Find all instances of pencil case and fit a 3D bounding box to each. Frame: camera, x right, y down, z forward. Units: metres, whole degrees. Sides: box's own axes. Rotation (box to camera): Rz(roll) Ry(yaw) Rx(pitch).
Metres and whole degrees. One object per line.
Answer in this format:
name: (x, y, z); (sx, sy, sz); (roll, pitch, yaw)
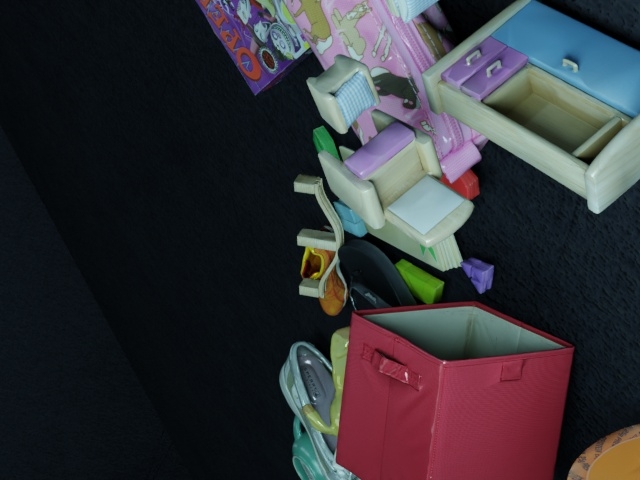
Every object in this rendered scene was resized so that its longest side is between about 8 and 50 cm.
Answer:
pencil case: (0.043, -0.234, 1.112); (0.160, 0.167, 0.386); (-26, 96, 34)

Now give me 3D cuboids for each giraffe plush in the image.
giraffe plush: (0.093, 0.228, 1.593); (0.181, 0.210, 0.170); (31, -179, 24)

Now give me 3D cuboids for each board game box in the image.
board game box: (-0.120, -0.360, 1.352); (0.346, 0.056, 0.208); (58, 159, -3)

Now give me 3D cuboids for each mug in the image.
mug: (0.002, 0.383, 2.011); (0.158, 0.097, 0.129); (44, 153, 30)

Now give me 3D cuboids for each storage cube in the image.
storage cube: (0.150, 0.190, 1.278); (0.184, 0.215, 0.193); (25, 112, 55)

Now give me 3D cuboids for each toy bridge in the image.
toy bridge: (0.000, 0.000, 1.546); (0.063, 0.026, 0.188); (8, 122, 18)

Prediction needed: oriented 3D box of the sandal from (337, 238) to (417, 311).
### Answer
sandal: (0.093, 0.102, 1.467); (0.254, 0.054, 0.097); (56, 159, 22)

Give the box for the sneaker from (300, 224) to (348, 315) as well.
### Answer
sneaker: (-0.001, 0.050, 1.654); (0.064, 0.067, 0.175); (38, 151, 38)

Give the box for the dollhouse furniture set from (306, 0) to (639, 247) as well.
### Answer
dollhouse furniture set: (0.132, -0.174, 0.832); (0.198, 0.286, 0.303); (38, 161, 40)

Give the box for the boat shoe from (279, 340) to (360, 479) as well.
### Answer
boat shoe: (0.039, 0.309, 1.830); (0.320, 0.118, 0.103); (58, 162, 21)

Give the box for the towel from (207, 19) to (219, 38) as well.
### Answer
towel: (-0.135, -0.402, 1.418); (0.237, 0.037, 0.329); (53, 156, 13)

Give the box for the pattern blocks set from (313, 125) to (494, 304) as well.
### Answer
pattern blocks set: (0.099, -0.042, 1.380); (0.325, 0.026, 0.285); (36, 150, 46)

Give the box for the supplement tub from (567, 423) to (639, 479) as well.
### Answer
supplement tub: (0.367, 0.350, 1.112); (0.193, 0.194, 0.316); (9, 125, 61)
